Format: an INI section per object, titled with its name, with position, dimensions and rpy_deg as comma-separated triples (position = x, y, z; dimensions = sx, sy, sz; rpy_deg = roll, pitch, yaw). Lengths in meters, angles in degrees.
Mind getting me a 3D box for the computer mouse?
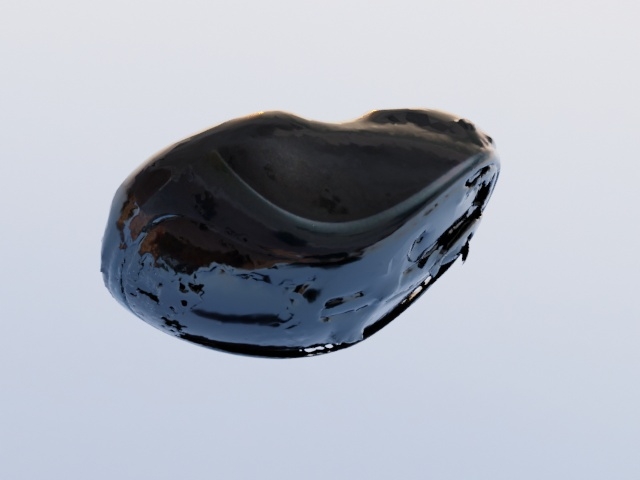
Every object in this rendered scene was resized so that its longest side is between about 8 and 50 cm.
[computer mouse]
position = 0.000, 0.000, 0.784
dimensions = 0.233, 0.137, 0.096
rpy_deg = -11, -122, -25
